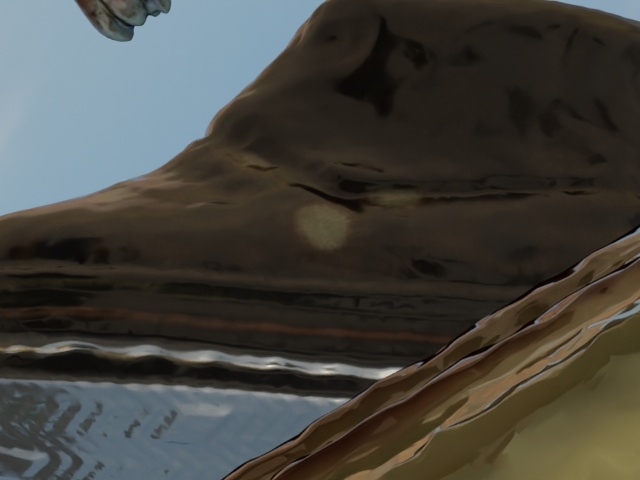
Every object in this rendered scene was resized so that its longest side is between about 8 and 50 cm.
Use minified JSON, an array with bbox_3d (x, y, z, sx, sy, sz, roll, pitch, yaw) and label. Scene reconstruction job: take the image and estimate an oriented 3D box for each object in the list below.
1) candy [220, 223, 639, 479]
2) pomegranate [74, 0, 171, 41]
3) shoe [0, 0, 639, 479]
[{"bbox_3d":[0.045,0.118,0.432,0.321,0.179,0.135,-32,-177,16],"label":"candy"},{"bbox_3d":[-0.074,-0.095,0.507,0.073,0.084,0.073,-13,-137,13],"label":"pomegranate"},{"bbox_3d":[0.000,0.000,0.877,0.384,0.171,0.237,-1,-125,10],"label":"shoe"}]
